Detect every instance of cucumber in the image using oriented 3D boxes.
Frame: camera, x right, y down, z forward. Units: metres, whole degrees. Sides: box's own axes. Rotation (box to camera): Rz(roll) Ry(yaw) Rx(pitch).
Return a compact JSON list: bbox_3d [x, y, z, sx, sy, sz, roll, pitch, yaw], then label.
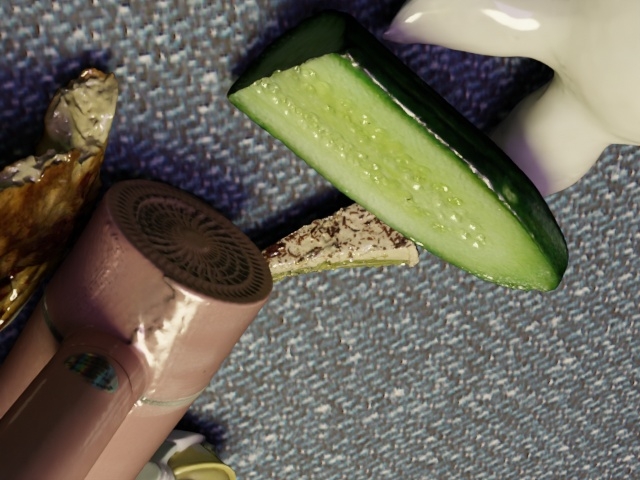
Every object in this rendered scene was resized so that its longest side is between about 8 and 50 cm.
[{"bbox_3d":[0.069,-0.052,0.628,0.244,0.063,0.115,40,150,-20],"label":"cucumber"}]

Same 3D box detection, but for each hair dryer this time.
[{"bbox_3d":[-0.158,0.114,0.550,0.125,0.352,0.210,35,112,-3],"label":"hair dryer"}]

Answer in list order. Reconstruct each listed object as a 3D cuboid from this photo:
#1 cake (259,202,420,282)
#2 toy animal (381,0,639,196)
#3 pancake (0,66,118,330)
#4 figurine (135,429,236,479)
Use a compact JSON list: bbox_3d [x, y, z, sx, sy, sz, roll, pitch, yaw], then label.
[{"bbox_3d":[0.000,0.000,0.700,0.140,0.055,0.051,-9,164,6],"label":"cake"},{"bbox_3d":[0.234,-0.119,0.563,0.367,0.241,0.196,0,137,40],"label":"toy animal"},{"bbox_3d":[-0.227,0.023,0.598,0.257,0.056,0.212,-38,166,-32],"label":"pancake"},{"bbox_3d":[-0.154,0.233,0.760,0.208,0.184,0.128,5,140,25],"label":"figurine"}]
